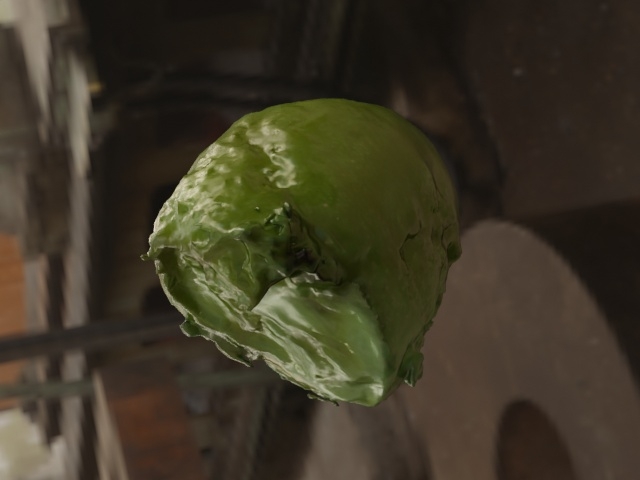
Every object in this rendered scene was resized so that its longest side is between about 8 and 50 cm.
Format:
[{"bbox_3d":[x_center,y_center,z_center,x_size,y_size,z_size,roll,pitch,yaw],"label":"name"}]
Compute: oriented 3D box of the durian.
[{"bbox_3d":[0.000,0.000,1.590,0.256,0.204,0.340,62,-146,-26],"label":"durian"}]
